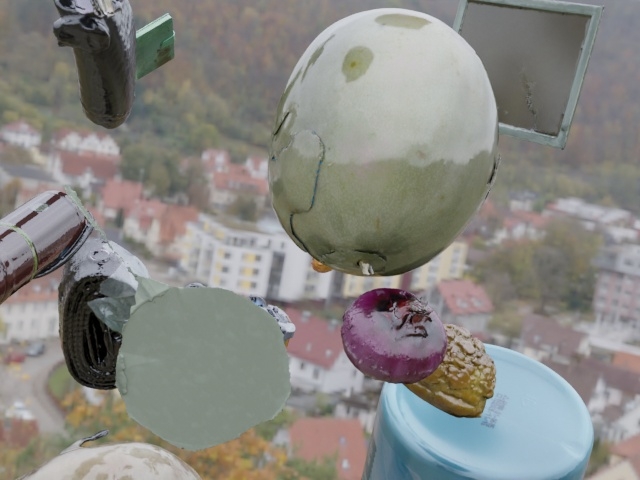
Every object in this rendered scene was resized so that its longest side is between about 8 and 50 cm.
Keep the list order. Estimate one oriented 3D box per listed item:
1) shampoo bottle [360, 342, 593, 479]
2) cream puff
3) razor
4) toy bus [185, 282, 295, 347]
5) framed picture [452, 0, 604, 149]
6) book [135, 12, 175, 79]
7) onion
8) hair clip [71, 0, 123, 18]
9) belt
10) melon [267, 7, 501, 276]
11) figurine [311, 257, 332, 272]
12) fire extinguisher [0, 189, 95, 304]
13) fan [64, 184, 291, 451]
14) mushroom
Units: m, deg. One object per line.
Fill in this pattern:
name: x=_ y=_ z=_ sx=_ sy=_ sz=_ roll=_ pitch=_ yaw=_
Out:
shampoo bottle: x=0.229 y=0.383 z=1.729 sx=0.331 sy=0.342 sz=0.331 roll=7 pitch=33 yaw=-4
cream puff: x=0.167 y=0.164 z=1.446 sx=0.144 sy=0.103 sz=0.126 roll=28 pitch=11 yaw=-22
razor: x=-0.371 y=-0.338 z=1.876 sx=0.107 sy=0.189 sz=0.327 roll=0 pitch=-24 yaw=-1
toy bus: x=-0.159 y=0.159 z=1.802 sx=0.210 sy=0.136 sz=0.126 roll=13 pitch=14 yaw=-22
framed picture: x=0.316 y=-0.286 z=1.820 sx=0.018 sy=0.231 sz=0.293 roll=9 pitch=9 yaw=-43
book: x=-0.336 y=-0.392 z=2.243 sx=0.017 sy=0.103 sz=0.135 roll=47 pitch=-22 yaw=18
onion: x=0.080 y=0.097 z=1.165 sx=0.115 sy=0.104 sz=0.115 roll=20 pitch=42 yaw=-19
hair clip: x=-0.354 y=-0.445 z=1.704 sx=0.106 sy=0.292 sz=0.084 roll=-22 pitch=-25 yaw=-1
belt: x=-0.401 y=0.149 z=2.087 sx=0.184 sy=0.289 sz=0.164 roll=-6 pitch=36 yaw=-13
melon: x=0.073 y=-0.105 z=1.274 sx=0.269 sy=0.330 sz=0.268 roll=10 pitch=-33 yaw=7
figurine: x=0.000 y=0.000 z=1.831 sx=0.064 sy=0.109 sz=0.047 roll=3 pitch=-23 yaw=-29
fire extinguisher: x=-0.426 y=0.006 z=1.559 sx=0.142 sy=0.105 sz=0.341 roll=3 pitch=20 yaw=12
fan: x=-0.154 y=0.070 z=1.080 sx=0.182 sy=0.310 sz=0.010 roll=-31 pitch=16 yaw=8
mushroom: x=-0.350 y=0.442 z=1.733 sx=0.362 sy=0.362 sz=0.294 roll=7 pitch=38 yaw=-31
